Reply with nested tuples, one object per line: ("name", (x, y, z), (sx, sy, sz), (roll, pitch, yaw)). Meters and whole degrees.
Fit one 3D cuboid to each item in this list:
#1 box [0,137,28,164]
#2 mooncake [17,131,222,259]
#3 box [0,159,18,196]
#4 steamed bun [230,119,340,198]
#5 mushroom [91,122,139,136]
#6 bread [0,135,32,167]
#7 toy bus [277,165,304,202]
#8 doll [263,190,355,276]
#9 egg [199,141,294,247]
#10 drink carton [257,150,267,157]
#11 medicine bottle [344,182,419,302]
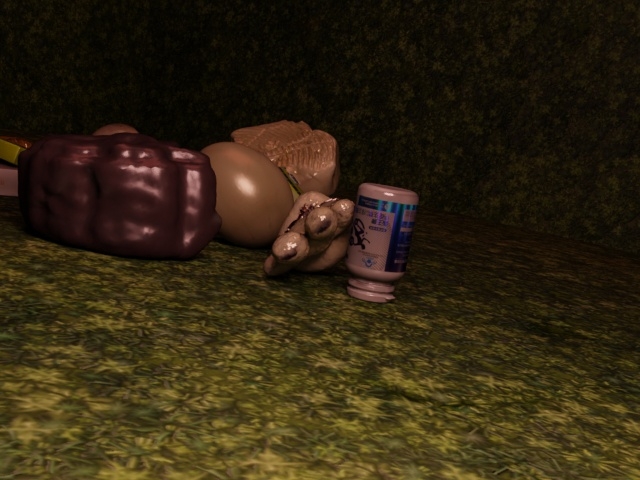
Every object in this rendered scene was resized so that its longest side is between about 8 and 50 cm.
("box", (-0.681, -0.190, 2.035), (0.187, 0.047, 0.335), (20, -1, 26))
("mooncake", (-0.370, -0.093, 1.540), (0.351, 0.212, 0.381), (-3, 12, -32))
("box", (-0.781, -0.154, 1.901), (0.149, 0.067, 0.233), (7, 9, -35))
("steamed bun", (-0.093, -0.169, 2.144), (0.289, 0.203, 0.276), (-2, 40, 6))
("mushroom", (-0.474, -0.173, 1.960), (0.209, 0.206, 0.206), (17, 8, 1))
("bread", (-0.865, -0.229, 2.199), (0.199, 0.104, 0.199), (7, 5, -1))
("toy bus", (-0.069, -0.075, 1.835), (0.175, 0.088, 0.101), (52, 11, 11))
("doll", (-0.020, -0.019, 1.468), (0.175, 0.149, 0.278), (-8, -3, 3))
("egg", (-0.161, -0.095, 1.708), (0.241, 0.186, 0.186), (50, -2, -15))
("drink carton", (-0.234, -0.116, 1.928), (0.185, 0.191, 0.190), (19, 19, 40))
("medicine bottle", (0.100, 0.004, 1.416), (0.107, 0.191, 0.107), (10, 8, -1))
